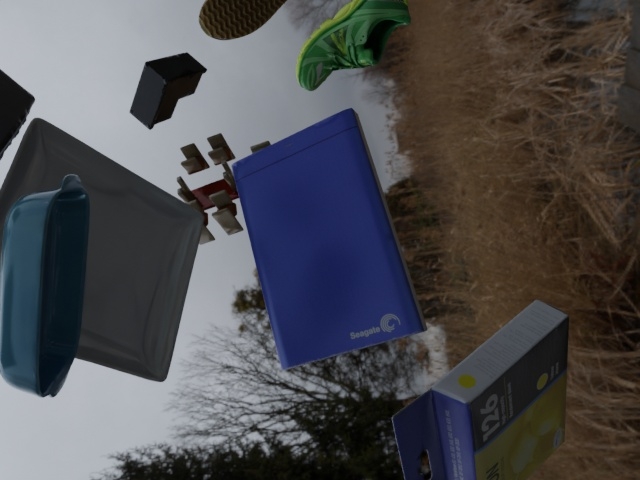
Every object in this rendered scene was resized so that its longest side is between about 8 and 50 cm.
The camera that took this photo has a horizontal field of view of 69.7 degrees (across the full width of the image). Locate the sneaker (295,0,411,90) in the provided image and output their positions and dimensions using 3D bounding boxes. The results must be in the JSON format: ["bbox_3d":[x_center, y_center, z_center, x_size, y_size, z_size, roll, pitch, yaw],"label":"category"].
[{"bbox_3d":[0.061,-0.410,0.974,0.109,0.295,0.124,-21,-101,-55],"label":"sneaker"}]

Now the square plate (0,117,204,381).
[{"bbox_3d":[-0.371,0.028,0.767,0.347,0.049,0.344,34,-129,-42],"label":"square plate"}]

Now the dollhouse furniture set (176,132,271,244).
[{"bbox_3d":[-0.217,-0.134,1.145,0.135,0.259,0.262,63,-170,-53],"label":"dollhouse furniture set"}]

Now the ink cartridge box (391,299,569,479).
[{"bbox_3d":[0.262,0.291,0.704,0.307,0.072,0.304,-31,-56,-24],"label":"ink cartridge box"}]

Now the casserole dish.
[{"bbox_3d":[-0.229,0.037,0.384,0.114,0.036,0.189,-146,63,-75],"label":"casserole dish"}]

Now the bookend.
[{"bbox_3d":[-0.390,-0.386,1.181,0.072,0.156,0.157,41,-141,0],"label":"bookend"}]

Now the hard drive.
[{"bbox_3d":[0.000,0.000,0.655,0.040,0.210,0.319,13,-122,-66],"label":"hard drive"}]

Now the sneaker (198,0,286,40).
[{"bbox_3d":[-0.080,-0.332,0.607,0.070,0.185,0.084,55,-176,-33],"label":"sneaker"}]

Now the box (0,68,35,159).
[{"bbox_3d":[-0.825,-0.194,0.681,0.480,0.471,0.297,47,-167,-38],"label":"box"}]
